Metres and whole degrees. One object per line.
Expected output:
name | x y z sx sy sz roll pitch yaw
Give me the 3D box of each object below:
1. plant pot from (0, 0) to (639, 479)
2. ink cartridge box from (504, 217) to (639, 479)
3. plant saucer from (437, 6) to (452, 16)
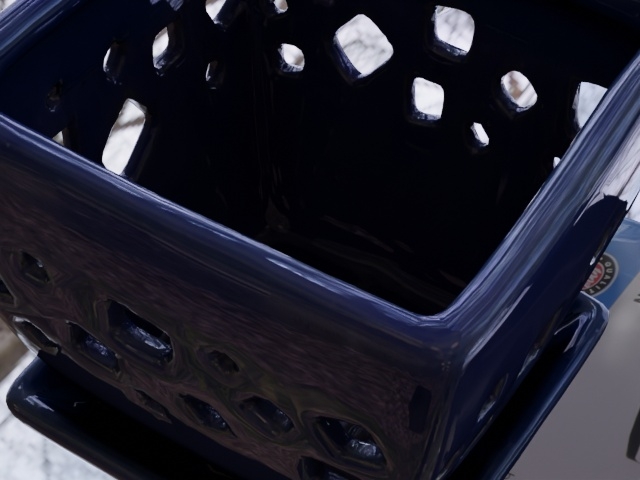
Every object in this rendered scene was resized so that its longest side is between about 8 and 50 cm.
plant pot | 0.000 0.000 0.663 0.236 0.236 0.212 24 -42 22
ink cartridge box | 0.244 0.166 0.952 0.395 0.285 0.166 20 -36 35
plant saucer | 0.096 -0.219 0.888 0.045 0.188 0.188 14 -96 -7
